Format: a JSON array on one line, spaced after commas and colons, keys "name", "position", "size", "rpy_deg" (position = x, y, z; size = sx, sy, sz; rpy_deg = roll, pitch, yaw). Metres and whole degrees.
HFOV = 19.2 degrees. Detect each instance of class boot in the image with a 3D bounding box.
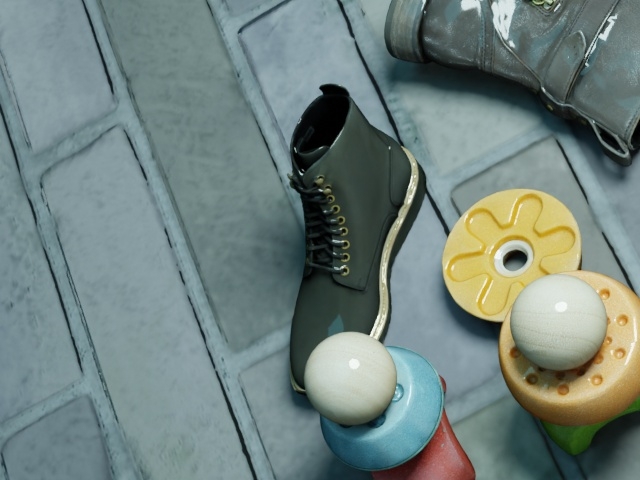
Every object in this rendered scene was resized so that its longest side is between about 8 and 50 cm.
[{"name": "boot", "position": [0.000, 0.000, 1.332], "size": [0.077, 0.137, 0.198], "rpy_deg": [5, 69, 27]}, {"name": "boot", "position": [0.192, -0.197, 1.382], "size": [0.229, 0.091, 0.263], "rpy_deg": [21, 80, 26]}]

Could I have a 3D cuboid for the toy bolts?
[{"name": "toy bolts", "position": [0.090, 0.056, 1.248], "size": [0.228, 0.158, 0.218], "rpy_deg": [-30, 57, 9]}]
